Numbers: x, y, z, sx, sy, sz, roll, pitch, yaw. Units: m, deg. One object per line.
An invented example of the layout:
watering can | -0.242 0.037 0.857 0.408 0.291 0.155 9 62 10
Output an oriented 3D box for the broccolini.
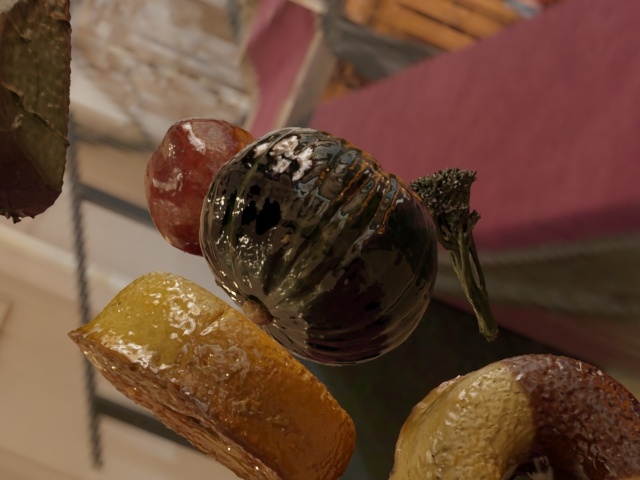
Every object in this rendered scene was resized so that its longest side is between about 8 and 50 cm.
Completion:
broccolini | 0.151 0.015 1.905 0.074 0.201 0.058 -35 21 -21

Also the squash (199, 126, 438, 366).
squash | -0.002 0.004 1.628 0.172 0.218 0.218 -46 6 -4

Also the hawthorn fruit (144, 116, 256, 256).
hawthorn fruit | -0.128 -0.056 2.353 0.169 0.169 0.188 -63 39 33

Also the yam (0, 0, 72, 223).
yam | -0.321 -0.103 1.419 0.201 0.271 0.203 144 128 -78

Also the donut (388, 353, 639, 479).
donut | 0.125 0.147 1.043 0.073 0.166 0.184 108 148 -71

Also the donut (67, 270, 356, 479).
donut | -0.048 0.073 0.939 0.058 0.152 0.152 -51 4 -12
